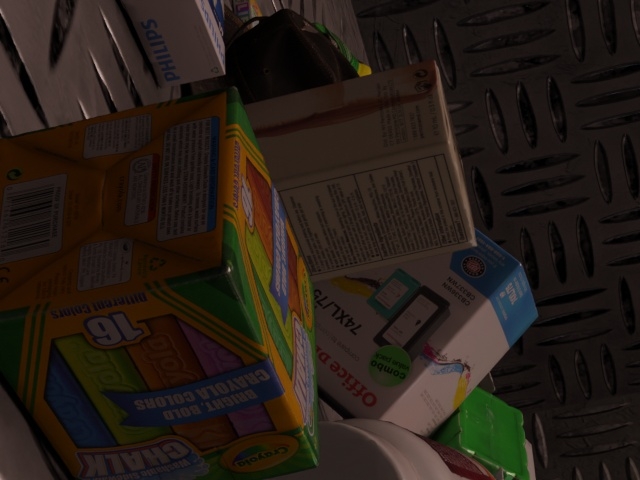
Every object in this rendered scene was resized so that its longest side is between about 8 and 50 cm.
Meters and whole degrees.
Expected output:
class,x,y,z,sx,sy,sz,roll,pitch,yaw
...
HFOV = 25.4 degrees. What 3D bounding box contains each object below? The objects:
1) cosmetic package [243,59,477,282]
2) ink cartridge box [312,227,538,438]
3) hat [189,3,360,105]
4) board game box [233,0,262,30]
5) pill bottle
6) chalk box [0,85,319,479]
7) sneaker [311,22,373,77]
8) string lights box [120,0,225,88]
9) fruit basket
class,x,y,z,sx,sy,sz,roll,pitch,yaw
cosmetic package,-0.010,-0.053,1.391,0.129,0.296,0.153,-95,170,-45
ink cartridge box,0.103,0.106,1.780,0.198,0.270,0.197,39,-8,25
hat,-0.026,-0.177,1.699,0.331,0.134,0.331,49,22,-29
board game box,-0.090,-0.277,2.052,0.154,0.026,0.103,63,18,-59
pill bottle,0.063,0.310,1.521,0.392,0.224,0.224,36,42,-65
chalk box,-0.103,0.066,1.022,0.289,0.179,0.180,68,14,-46
sneaker,-0.016,-0.213,2.213,0.146,0.134,0.343,45,28,-25
string lights box,-0.156,-0.302,1.515,0.133,0.077,0.259,69,12,-49
fruit basket,0.149,0.377,1.894,0.327,0.165,0.353,-80,-165,-67
